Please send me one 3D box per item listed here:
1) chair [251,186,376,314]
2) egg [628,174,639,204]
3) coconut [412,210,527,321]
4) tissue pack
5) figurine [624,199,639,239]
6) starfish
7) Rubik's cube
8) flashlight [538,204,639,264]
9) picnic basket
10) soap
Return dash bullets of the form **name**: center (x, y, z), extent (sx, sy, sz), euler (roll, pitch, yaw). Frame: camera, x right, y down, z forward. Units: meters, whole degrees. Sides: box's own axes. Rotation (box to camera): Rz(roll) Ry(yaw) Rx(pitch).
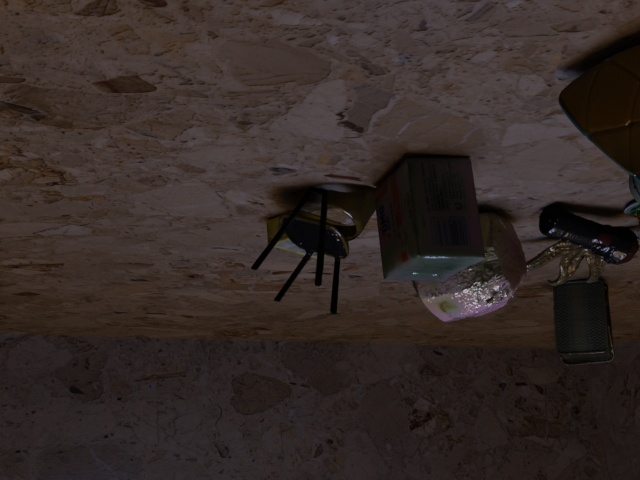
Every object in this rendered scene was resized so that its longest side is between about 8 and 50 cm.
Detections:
- **chair**: center (0.000, 0.000, 1.493), extent (0.173, 0.246, 0.158), euler (10, 155, 20)
- **egg**: center (0.629, -0.117, 1.210), extent (0.253, 0.186, 0.187), euler (-18, 158, 41)
- **coconut**: center (0.318, 0.065, 1.690), extent (0.245, 0.233, 0.233), euler (-20, 157, 34)
- **tissue pack**: center (-0.027, -0.012, 1.669), extent (0.095, 0.062, 0.176), euler (-19, 157, 37)
- **figurine**: center (0.743, -0.013, 1.636), extent (0.133, 0.153, 0.132), euler (-3, 163, -1)
- **starfish**: center (0.670, 0.032, 1.877), extent (0.327, 0.094, 0.375), euler (-14, 153, 32)
- **Rubik's cube**: center (0.464, -0.185, 1.055), extent (0.255, 0.254, 0.254), euler (-3, 163, -1)
- **flashlight**: center (0.597, -0.015, 1.673), extent (0.232, 0.092, 0.093), euler (18, 156, -22)
- **picnic basket**: center (0.836, 0.257, 2.380), extent (0.165, 0.266, 0.139), euler (-7, 156, 26)
- **soap**: center (0.196, -0.035, 1.396), extent (0.139, 0.199, 0.182), euler (-1, 164, -16)
